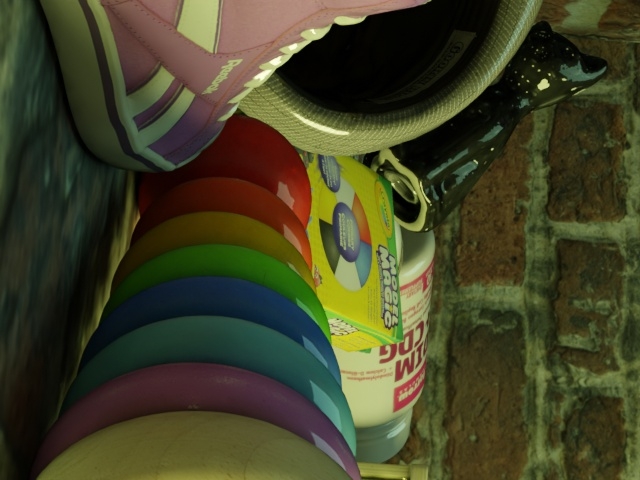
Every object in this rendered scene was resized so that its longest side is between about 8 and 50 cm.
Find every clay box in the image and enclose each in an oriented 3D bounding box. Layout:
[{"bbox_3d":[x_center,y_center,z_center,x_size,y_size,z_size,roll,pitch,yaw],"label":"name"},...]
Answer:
[{"bbox_3d":[0.000,0.000,1.136,0.222,0.053,0.127,25,57,-58],"label":"clay box"}]

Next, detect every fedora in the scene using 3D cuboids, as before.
[{"bbox_3d":[0.011,-0.191,0.950,0.124,0.243,0.275,-159,-112,-63],"label":"fedora"}]

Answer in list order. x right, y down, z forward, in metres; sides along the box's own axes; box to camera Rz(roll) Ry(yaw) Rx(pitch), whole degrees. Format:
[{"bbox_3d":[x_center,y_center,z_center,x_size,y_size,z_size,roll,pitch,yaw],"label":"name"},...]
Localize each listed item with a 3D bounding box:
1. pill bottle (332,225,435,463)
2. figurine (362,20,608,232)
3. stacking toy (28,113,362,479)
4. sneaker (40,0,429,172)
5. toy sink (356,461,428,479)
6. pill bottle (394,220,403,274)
[{"bbox_3d":[0.038,0.101,1.760,0.160,0.160,0.283,-81,174,-51],"label":"pill bottle"},{"bbox_3d":[0.086,-0.144,1.282,0.209,0.215,0.092,-38,161,-20],"label":"figurine"},{"bbox_3d":[-0.051,0.041,0.732,0.330,0.141,0.141,-93,-176,-57],"label":"stacking toy"},{"bbox_3d":[-0.022,-0.094,0.659,0.282,0.161,0.102,85,8,-75],"label":"sneaker"},{"bbox_3d":[0.052,0.321,1.669,0.131,0.234,0.153,90,6,-47],"label":"toy sink"},{"bbox_3d":[0.005,0.003,1.384,0.229,0.131,0.131,47,47,-85],"label":"pill bottle"}]
